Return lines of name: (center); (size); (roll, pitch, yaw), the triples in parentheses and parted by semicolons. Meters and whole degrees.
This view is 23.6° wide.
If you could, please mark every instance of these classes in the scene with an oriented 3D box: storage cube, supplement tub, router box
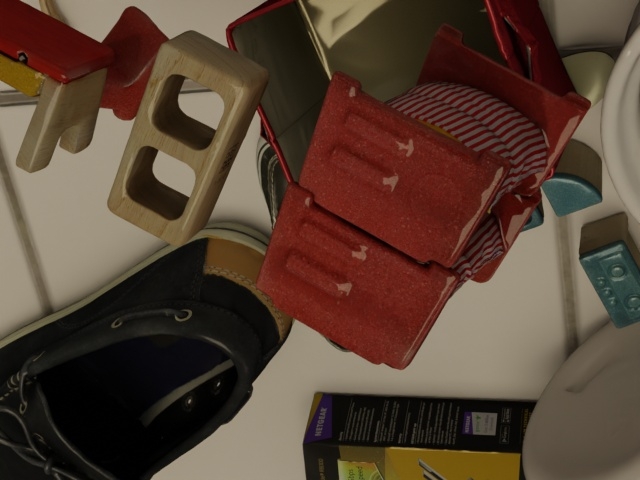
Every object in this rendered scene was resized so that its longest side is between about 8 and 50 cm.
storage cube: (0.069, -0.128, 1.150); (0.215, 0.193, 0.183); (-18, 104, 22)
supplement tub: (0.362, 0.233, 1.337); (0.241, 0.241, 0.331); (-34, 113, 28)
router box: (0.118, 0.296, 1.524); (0.243, 0.081, 0.308); (1, 124, 10)

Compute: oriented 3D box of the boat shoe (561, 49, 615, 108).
boat shoe: (0.186, -0.112, 1.254); (0.137, 0.043, 0.049); (-36, 86, 27)

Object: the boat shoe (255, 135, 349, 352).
boat shoe: (0.000, 0.000, 1.348); (0.078, 0.070, 0.219); (-14, 121, 19)

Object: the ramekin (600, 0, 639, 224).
ramekin: (0.355, -0.115, 1.159); (0.277, 0.135, 0.277); (6, 124, 9)

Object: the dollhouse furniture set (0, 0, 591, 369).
dollhouse furniture set: (-0.042, -0.091, 0.989); (0.374, 0.201, 0.152); (29, 115, 11)

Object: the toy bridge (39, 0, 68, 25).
toy bridge: (-0.266, -0.239, 1.261); (0.063, 0.026, 0.188); (-27, 114, 25)

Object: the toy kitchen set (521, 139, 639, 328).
toy kitchen set: (0.162, 0.033, 1.309); (0.207, 0.122, 0.166); (-21, 118, 23)

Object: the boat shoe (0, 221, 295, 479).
boat shoe: (-0.224, 0.165, 1.455); (0.500, 0.156, 0.187); (-35, 114, 30)
